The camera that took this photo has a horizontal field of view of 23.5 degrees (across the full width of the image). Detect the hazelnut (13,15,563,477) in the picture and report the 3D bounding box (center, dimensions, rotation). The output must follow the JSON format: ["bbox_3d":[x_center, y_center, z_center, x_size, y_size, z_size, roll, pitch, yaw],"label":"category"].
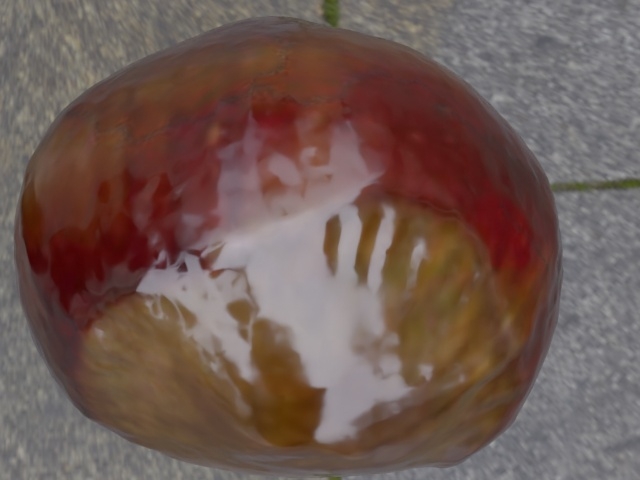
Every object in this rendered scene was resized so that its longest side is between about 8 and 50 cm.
[{"bbox_3d":[-0.002,0.008,0.568,0.201,0.160,0.170,21,92,-40],"label":"hazelnut"}]
